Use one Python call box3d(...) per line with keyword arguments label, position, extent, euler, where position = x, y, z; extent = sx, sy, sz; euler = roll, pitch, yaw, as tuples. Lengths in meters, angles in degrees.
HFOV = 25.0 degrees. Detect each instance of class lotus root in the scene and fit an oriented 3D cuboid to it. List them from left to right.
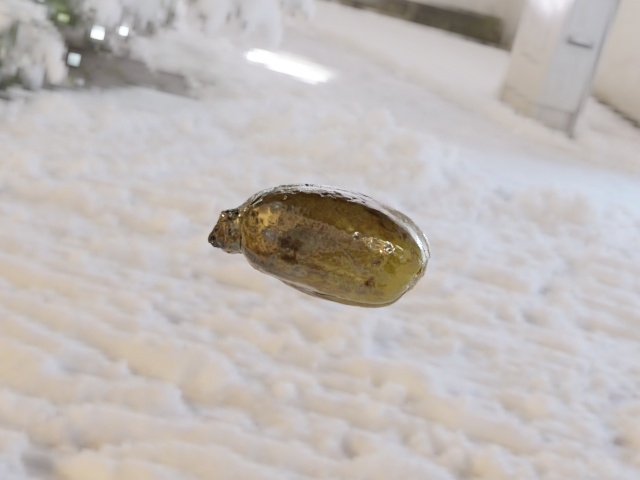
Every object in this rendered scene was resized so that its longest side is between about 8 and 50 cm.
box3d(label="lotus root", position=(0.000, 0.000, 0.641), extent=(0.099, 0.049, 0.054), euler=(12, -8, 4))
